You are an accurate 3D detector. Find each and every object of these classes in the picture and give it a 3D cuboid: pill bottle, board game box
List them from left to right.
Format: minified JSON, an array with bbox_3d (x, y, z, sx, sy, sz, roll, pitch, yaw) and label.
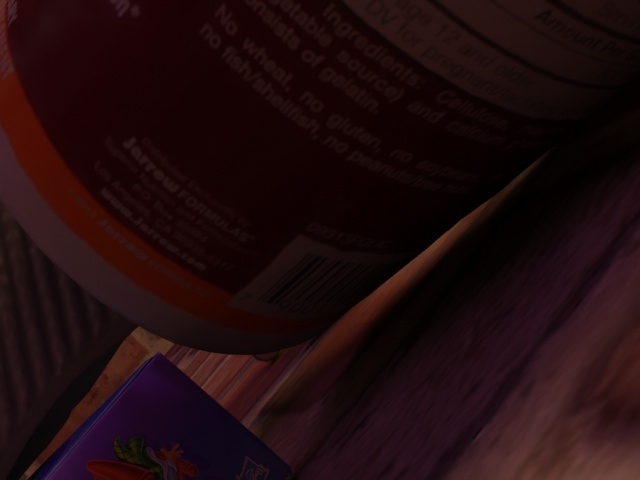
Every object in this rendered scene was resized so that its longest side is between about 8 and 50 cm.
[{"bbox_3d":[-0.174,0.224,0.487,0.347,0.078,0.233,-51,5,-36],"label":"board game box"},{"bbox_3d":[0.043,-0.141,0.492,0.392,0.224,0.224,-42,7,35],"label":"pill bottle"}]

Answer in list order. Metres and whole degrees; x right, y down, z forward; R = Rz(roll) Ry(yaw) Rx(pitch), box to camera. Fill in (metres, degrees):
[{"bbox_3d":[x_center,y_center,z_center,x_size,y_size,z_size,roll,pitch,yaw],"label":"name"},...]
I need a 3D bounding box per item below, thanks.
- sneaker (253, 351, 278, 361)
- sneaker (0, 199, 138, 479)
[{"bbox_3d":[-0.044,0.009,0.848,0.061,0.152,0.054,-13,8,2],"label":"sneaker"},{"bbox_3d":[-0.170,0.037,0.676,0.366,0.135,0.150,-49,9,-22],"label":"sneaker"}]
